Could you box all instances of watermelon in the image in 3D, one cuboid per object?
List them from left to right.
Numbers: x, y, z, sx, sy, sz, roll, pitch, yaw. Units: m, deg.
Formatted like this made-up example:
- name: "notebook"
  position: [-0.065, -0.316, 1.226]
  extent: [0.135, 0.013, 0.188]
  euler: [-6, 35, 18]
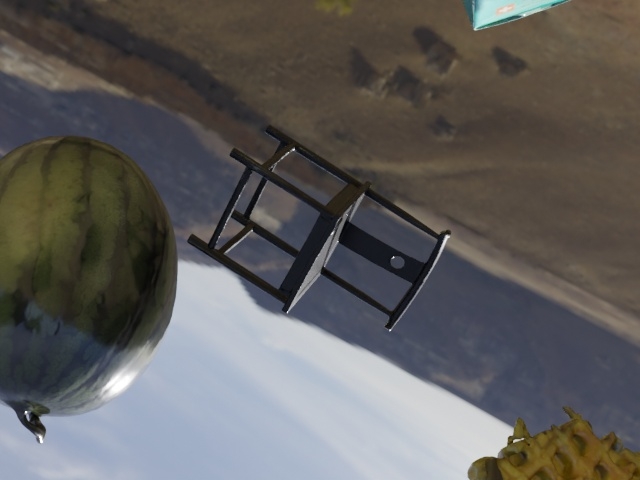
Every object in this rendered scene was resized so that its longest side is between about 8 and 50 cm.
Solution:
- name: "watermelon"
  position: [-0.311, 0.053, 1.299]
  extent: [0.278, 0.359, 0.279]
  euler: [8, 156, 4]

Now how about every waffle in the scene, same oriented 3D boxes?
- name: "waffle"
  position: [0.269, 0.321, 1.123]
  extent: [0.329, 0.329, 0.062]
  euler: [29, 140, -15]

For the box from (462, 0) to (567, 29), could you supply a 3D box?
- name: "box"
  position: [0.122, -0.298, 0.720]
  extent: [0.311, 0.118, 0.205]
  euler: [59, -169, -77]

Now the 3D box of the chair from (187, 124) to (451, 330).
- name: "chair"
  position: [0.000, 0.000, 1.289]
  extent: [0.260, 0.154, 0.141]
  euler: [32, -154, 6]
